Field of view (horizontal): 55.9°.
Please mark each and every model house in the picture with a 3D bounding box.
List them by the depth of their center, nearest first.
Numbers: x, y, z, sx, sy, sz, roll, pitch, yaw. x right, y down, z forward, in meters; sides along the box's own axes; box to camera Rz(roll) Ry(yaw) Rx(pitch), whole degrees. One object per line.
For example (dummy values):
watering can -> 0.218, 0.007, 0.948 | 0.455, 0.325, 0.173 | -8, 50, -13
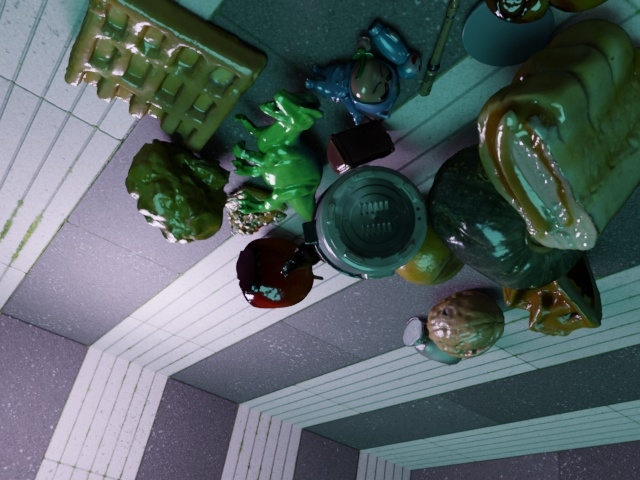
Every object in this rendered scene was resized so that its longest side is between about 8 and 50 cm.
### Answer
model house -> 0.551, 0.114, 1.525 | 0.174, 0.267, 0.239 | 8, 154, -34

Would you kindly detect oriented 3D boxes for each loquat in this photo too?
loquat -> 0.264, 0.012, 1.470 | 0.213, 0.213, 0.213 | 8, 146, 5

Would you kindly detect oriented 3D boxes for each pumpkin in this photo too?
pumpkin -> 0.385, -0.066, 1.238 | 0.328, 0.291, 0.257 | 42, 174, -19

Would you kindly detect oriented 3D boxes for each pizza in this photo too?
pizza -> -0.192, -0.069, 1.602 | 0.147, 0.069, 0.226 | 31, 142, -31

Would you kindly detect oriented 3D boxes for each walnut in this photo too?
walnut -> 0.428, 0.247, 1.779 | 0.245, 0.198, 0.198 | -16, 138, 40

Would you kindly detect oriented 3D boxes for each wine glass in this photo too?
wine glass -> 0.377, 0.339, 1.998 | 0.205, 0.111, 0.111 | 29, 143, -22

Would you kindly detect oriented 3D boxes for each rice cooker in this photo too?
rice cooker -> 0.103, -0.036, 1.308 | 0.281, 0.241, 0.227 | -11, 178, -5

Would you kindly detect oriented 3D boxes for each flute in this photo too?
flute -> 0.216, -0.350, 1.095 | 0.027, 0.027, 0.233 | 12, 147, 0

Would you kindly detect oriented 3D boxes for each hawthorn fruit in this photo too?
hawthorn fruit -> -0.113, 0.091, 1.698 | 0.250, 0.215, 0.215 | 1, 148, -8

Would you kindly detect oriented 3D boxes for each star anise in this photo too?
star anise -> 0.000, 0.000, 1.507 | 0.272, 0.272, 0.102 | -21, 95, 40

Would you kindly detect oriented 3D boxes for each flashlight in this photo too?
flashlight -> 0.135, -0.347, 1.105 | 0.129, 0.051, 0.051 | 36, 140, -27

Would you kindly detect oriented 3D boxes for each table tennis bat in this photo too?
table tennis bat -> 0.329, -0.383, 1.007 | 0.149, 0.038, 0.237 | 14, 151, -2

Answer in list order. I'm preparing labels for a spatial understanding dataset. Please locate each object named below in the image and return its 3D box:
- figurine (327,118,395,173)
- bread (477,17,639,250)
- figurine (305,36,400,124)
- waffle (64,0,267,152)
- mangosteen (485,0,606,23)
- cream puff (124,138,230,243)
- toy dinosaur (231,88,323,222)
figurine -> 0.089, -0.189, 1.282 | 0.155, 0.082, 0.098 | -22, 162, -25
bread -> 0.427, -0.198, 1.037 | 0.300, 0.341, 0.210 | 50, 161, -29
figurine -> 0.062, -0.304, 1.139 | 0.179, 0.114, 0.144 | 13, 158, 14
waffle -> -0.321, -0.350, 1.212 | 0.349, 0.077, 0.304 | 27, 143, -22
mangosteen -> 0.295, -0.404, 0.758 | 0.288, 0.287, 0.233 | 20, 141, -13
cream puff -> -0.308, -0.131, 1.397 | 0.185, 0.281, 0.282 | -27, 133, 20
toy dinosaur -> -0.001, -0.166, 1.389 | 0.500, 0.143, 0.375 | 18, 148, -36
